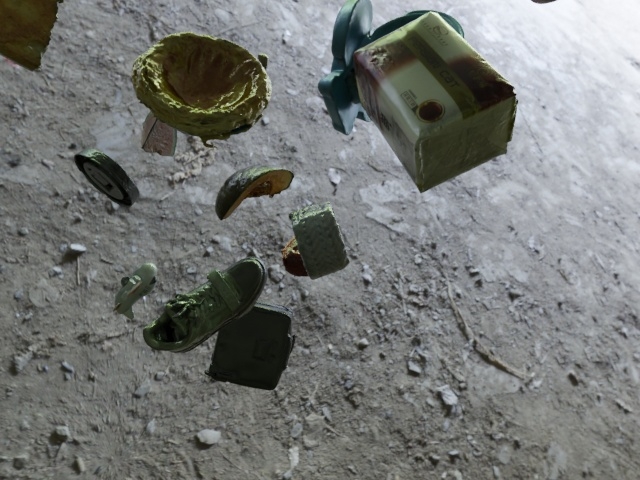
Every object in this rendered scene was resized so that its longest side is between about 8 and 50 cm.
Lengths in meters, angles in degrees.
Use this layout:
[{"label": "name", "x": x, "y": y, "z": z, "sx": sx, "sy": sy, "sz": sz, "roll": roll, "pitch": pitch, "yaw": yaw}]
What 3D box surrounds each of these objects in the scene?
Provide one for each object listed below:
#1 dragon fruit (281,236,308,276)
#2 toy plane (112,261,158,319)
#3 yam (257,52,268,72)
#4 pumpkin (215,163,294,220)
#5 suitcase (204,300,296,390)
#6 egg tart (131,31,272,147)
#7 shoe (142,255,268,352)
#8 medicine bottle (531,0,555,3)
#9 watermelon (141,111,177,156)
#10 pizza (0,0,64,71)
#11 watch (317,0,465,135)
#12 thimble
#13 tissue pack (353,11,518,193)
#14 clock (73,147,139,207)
[{"label": "dragon fruit", "x": -0.062, "y": 0.059, "z": 1.907, "sx": 0.261, "sy": 0.134, "sz": 0.212, "roll": 2, "pitch": 49, "yaw": -13}, {"label": "toy plane", "x": -0.736, "y": 0.196, "z": 1.651, "sx": 0.117, "sy": 0.245, "sz": 0.245, "roll": 38, "pitch": 54, "yaw": -3}, {"label": "yam", "x": -0.305, "y": -0.777, "z": 2.055, "sx": 0.066, "sy": 0.066, "sz": 0.300, "roll": 5, "pitch": 98, "yaw": -24}, {"label": "pumpkin", "x": -0.257, "y": -0.221, "z": 1.482, "sx": 0.312, "sy": 0.169, "sz": 0.148, "roll": -33, "pitch": 70, "yaw": -28}, {"label": "suitcase", "x": -0.282, "y": 0.429, "z": 1.731, "sx": 0.339, "sy": 0.188, "sz": 0.346, "roll": 13, "pitch": 88, "yaw": 0}, {"label": "egg tart", "x": -0.338, "y": -0.431, "z": 1.193, "sx": 0.387, "sy": 0.169, "sz": 0.388, "roll": 7, "pitch": 64, "yaw": -15}, {"label": "shoe", "x": -0.245, "y": 0.140, "z": 0.874, "sx": 0.293, "sy": 0.149, "sz": 0.109, "roll": -41, "pitch": 76, "yaw": 5}, {"label": "medicine bottle", "x": 0.518, "y": -0.729, "z": 0.958, "sx": 0.178, "sy": 0.178, "sz": 0.291, "roll": -7, "pitch": 72, "yaw": -30}, {"label": "watermelon", "x": -0.620, "y": -0.424, "z": 1.609, "sx": 0.136, "sy": 0.207, "sz": 0.202, "roll": 9, "pitch": 57, "yaw": -29}, {"label": "pizza", "x": -0.671, "y": -0.554, "z": 0.937, "sx": 0.075, "sy": 0.280, "sz": 0.288, "roll": 33, "pitch": 70, "yaw": 33}, {"label": "watch", "x": 0.121, "y": -0.255, "z": 0.640, "sx": 0.193, "sy": 0.211, "sz": 0.211, "roll": 15, "pitch": 49, "yaw": 27}, {"label": "thimble", "x": 0.000, "y": 0.000, "z": 1.409, "sx": 0.157, "sy": 0.217, "sz": 0.246, "roll": -19, "pitch": 109, "yaw": 0}, {"label": "tissue pack", "x": 0.113, "y": -0.146, "z": 0.432, "sx": 0.106, "sy": 0.099, "sz": 0.149, "roll": -25, "pitch": 58, "yaw": 1}, {"label": "clock", "x": -0.852, "y": -0.250, "z": 1.649, "sx": 0.280, "sy": 0.280, "sz": 0.055, "roll": 37, "pitch": 61, "yaw": -4}]
